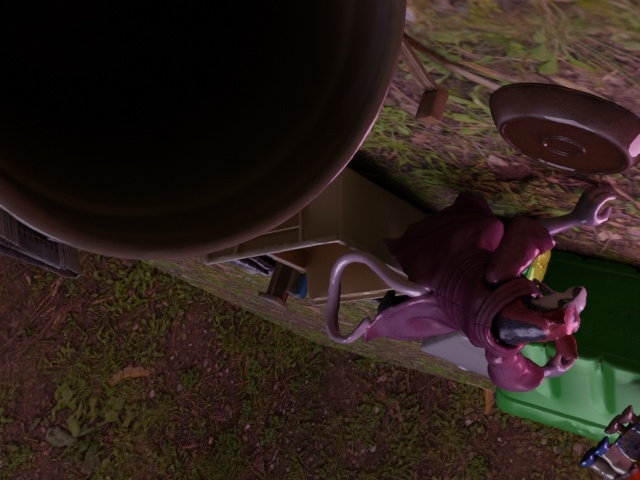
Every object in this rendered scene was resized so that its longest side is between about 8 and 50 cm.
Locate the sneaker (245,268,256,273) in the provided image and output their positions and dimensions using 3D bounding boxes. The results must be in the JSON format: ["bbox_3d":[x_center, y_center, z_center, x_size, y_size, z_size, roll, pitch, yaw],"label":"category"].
[{"bbox_3d":[-0.181,0.013,2.255,0.095,0.090,0.235,37,162,-27],"label":"sneaker"}]

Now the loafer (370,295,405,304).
[{"bbox_3d":[0.154,0.105,2.040,0.251,0.094,0.087,25,165,-21],"label":"loafer"}]

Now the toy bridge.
[{"bbox_3d":[0.042,-0.174,0.922,0.188,0.063,0.026,24,169,-26],"label":"toy bridge"}]

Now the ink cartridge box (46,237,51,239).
[{"bbox_3d":[-0.385,-0.091,1.752,0.117,0.207,0.283,16,173,-22],"label":"ink cartridge box"}]

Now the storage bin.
[{"bbox_3d":[0.000,0.000,1.486,0.260,0.123,0.262,-11,158,35],"label":"storage bin"}]

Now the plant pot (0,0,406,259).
[{"bbox_3d":[-0.147,-0.182,0.710,0.323,0.323,0.280,28,-176,-34],"label":"plant pot"}]

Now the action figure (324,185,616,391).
[{"bbox_3d":[0.184,0.050,1.192,0.276,0.248,0.370,-1,-169,-15],"label":"action figure"}]

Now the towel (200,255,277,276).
[{"bbox_3d":[-0.194,-0.011,2.042,0.284,0.121,0.235,20,170,1],"label":"towel"}]

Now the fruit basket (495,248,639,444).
[{"bbox_3d":[0.477,0.192,1.498,0.392,0.283,0.392,25,154,13],"label":"fruit basket"}]

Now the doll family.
[{"bbox_3d":[0.470,0.257,1.259,0.163,0.263,0.118,43,-144,8],"label":"doll family"}]

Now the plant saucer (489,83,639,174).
[{"bbox_3d":[0.244,-0.104,0.993,0.168,0.029,0.168,21,170,4],"label":"plant saucer"}]

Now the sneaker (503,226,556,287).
[{"bbox_3d":[0.242,0.026,1.432,0.123,0.109,0.295,22,168,-9],"label":"sneaker"}]

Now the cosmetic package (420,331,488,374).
[{"bbox_3d":[0.323,0.157,1.816,0.197,0.155,0.365,22,170,-2],"label":"cosmetic package"}]

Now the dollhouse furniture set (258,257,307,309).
[{"bbox_3d":[-0.005,0.047,1.801,0.129,0.183,0.129,17,169,19],"label":"dollhouse furniture set"}]

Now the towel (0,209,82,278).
[{"bbox_3d":[-0.568,-0.101,1.868,0.056,0.324,0.312,-21,157,12],"label":"towel"}]
